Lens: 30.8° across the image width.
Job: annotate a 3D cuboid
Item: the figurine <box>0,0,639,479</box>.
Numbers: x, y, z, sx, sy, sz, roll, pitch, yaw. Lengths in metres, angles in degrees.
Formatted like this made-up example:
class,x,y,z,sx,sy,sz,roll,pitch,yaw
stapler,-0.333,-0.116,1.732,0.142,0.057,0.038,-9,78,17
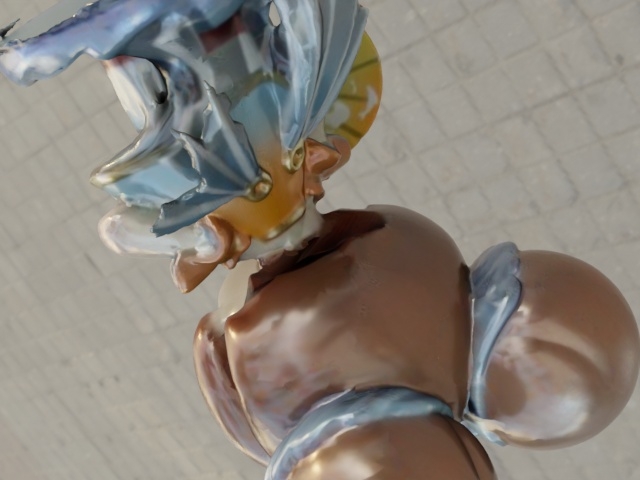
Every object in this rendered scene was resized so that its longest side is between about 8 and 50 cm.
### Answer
class,x,y,z,sx,sy,sz,roll,pitch,yaw
figurine,0.000,-0.001,0.706,0.248,0.277,0.388,2,124,54
